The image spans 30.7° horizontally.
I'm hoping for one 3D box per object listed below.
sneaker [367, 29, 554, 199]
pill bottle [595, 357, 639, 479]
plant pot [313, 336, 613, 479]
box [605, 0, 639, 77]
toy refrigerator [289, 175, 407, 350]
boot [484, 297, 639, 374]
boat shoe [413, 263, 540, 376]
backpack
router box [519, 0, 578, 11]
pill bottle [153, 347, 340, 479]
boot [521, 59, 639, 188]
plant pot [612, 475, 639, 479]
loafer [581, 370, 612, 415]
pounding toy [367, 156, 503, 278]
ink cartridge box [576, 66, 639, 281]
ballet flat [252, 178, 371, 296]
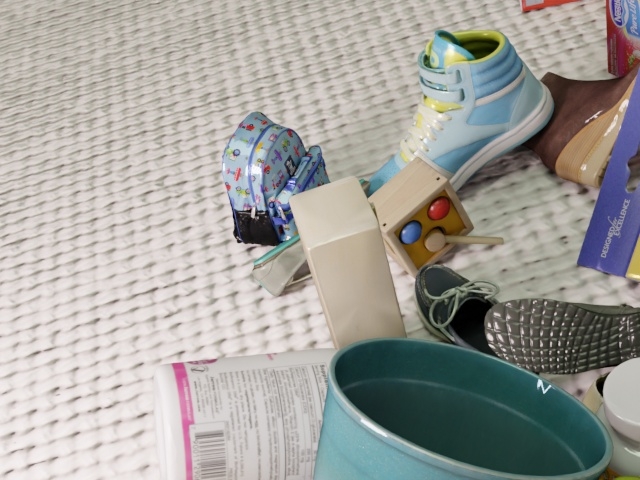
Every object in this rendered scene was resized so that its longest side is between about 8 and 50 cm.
[{"bbox_3d":[0.155,-0.176,1.636,0.319,0.208,0.127,-37,40,2],"label":"sneaker"},{"bbox_3d":[0.333,0.218,1.168,0.117,0.208,0.118,-9,41,8],"label":"pill bottle"},{"bbox_3d":[0.108,0.266,1.116,0.271,0.255,0.272,14,16,-4],"label":"plant pot"},{"bbox_3d":[0.506,-0.357,1.718,0.128,0.257,0.122,-35,45,-20],"label":"box"},{"bbox_3d":[0.046,0.063,1.392,0.094,0.269,0.102,-19,40,-2],"label":"toy refrigerator"},{"bbox_3d":[0.319,0.113,1.354,0.246,0.161,0.083,2,87,13],"label":"boot"},{"bbox_3d":[0.186,0.099,1.450,0.095,0.079,0.254,-22,41,-6],"label":"boat shoe"},{"bbox_3d":[-0.067,-0.093,1.679,0.116,0.173,0.158,9,46,27],"label":"backpack"},{"bbox_3d":[0.483,-0.554,2.081,0.301,0.082,0.335,-10,41,8],"label":"router box"},{"bbox_3d":[-0.039,0.205,1.307,0.283,0.160,0.160,-4,39,-13],"label":"pill bottle"},{"bbox_3d":[0.387,-0.209,1.654,0.248,0.090,0.207,-57,40,9],"label":"boot"},{"bbox_3d":[0.324,0.352,1.018,0.227,0.228,0.207,13,41,30],"label":"plant pot"},{"bbox_3d":[0.410,0.191,1.262,0.268,0.092,0.102,-4,42,15],"label":"loafer"},{"bbox_3d":[0.151,-0.021,1.574,0.130,0.141,0.100,-41,44,-5],"label":"pounding toy"},{"bbox_3d":[0.491,-0.075,1.430,0.307,0.072,0.304,17,90,30],"label":"ink cartridge box"},{"bbox_3d":[0.000,0.000,1.632,0.213,0.068,0.072,-38,6,-12],"label":"ballet flat"}]
